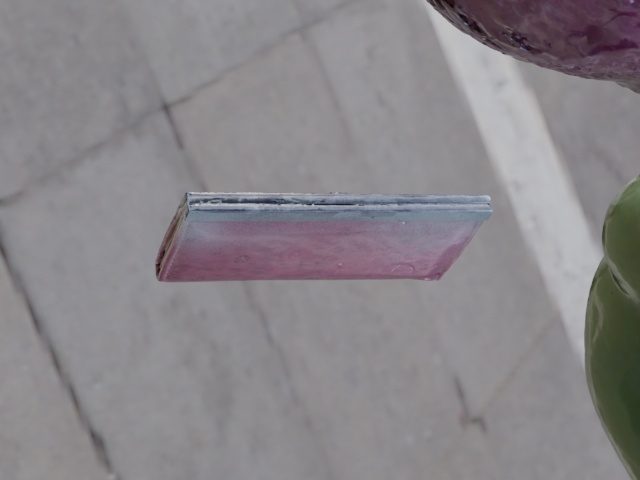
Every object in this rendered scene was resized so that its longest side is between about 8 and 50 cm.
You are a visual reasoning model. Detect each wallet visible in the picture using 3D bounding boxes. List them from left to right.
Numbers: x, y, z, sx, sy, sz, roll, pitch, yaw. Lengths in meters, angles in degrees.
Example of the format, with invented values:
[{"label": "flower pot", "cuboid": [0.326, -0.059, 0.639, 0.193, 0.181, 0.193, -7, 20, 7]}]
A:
[{"label": "wallet", "cuboid": [0.000, 0.000, 1.482, 0.232, 0.119, 0.025, 0, 62, -18]}]

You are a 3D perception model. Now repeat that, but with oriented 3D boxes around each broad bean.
[{"label": "broad bean", "cuboid": [0.213, 0.051, 1.011, 0.100, 0.169, 0.228, -37, 140, -47]}]

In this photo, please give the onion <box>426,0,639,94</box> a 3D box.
[{"label": "onion", "cuboid": [0.159, -0.162, 1.161, 0.159, 0.267, 0.349, -45, 106, -29]}]
